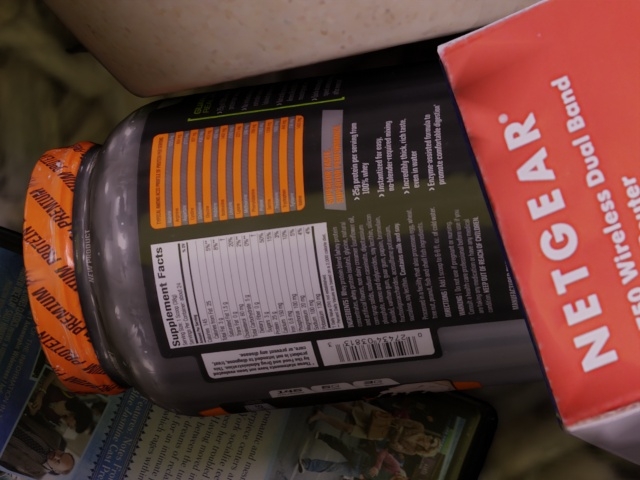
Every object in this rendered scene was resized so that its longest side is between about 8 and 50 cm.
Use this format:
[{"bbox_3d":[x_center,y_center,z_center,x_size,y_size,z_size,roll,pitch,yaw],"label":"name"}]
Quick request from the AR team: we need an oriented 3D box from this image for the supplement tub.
[{"bbox_3d":[0.000,0.000,0.618,0.190,0.117,0.117,-7,75,12],"label":"supplement tub"}]

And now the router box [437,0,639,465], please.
[{"bbox_3d":[0.226,-0.022,0.425,0.301,0.335,0.082,-23,70,17],"label":"router box"}]

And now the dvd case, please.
[{"bbox_3d":[-0.074,0.109,0.689,0.253,0.022,0.180,18,84,25],"label":"dvd case"}]

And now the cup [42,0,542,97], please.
[{"bbox_3d":[-0.010,-0.180,0.596,0.331,0.331,0.237,-9,97,20],"label":"cup"}]
